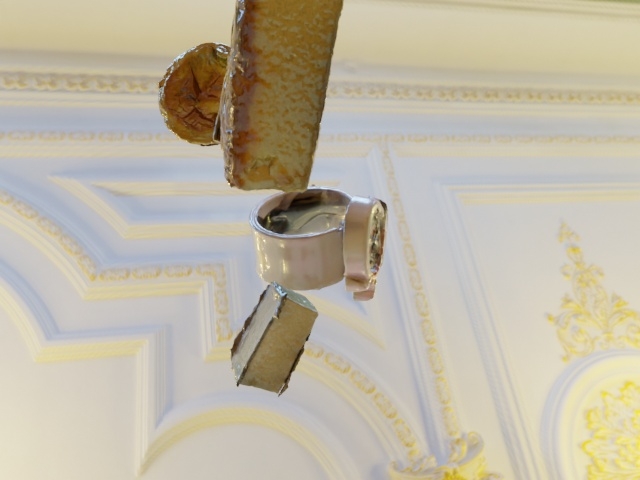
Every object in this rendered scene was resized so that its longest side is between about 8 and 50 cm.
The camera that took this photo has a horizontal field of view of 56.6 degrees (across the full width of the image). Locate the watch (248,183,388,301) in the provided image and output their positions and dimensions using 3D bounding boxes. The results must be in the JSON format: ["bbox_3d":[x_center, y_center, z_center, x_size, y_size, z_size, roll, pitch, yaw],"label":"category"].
[{"bbox_3d":[0.000,0.000,1.066,0.231,0.196,0.244,2,-150,16],"label":"watch"}]

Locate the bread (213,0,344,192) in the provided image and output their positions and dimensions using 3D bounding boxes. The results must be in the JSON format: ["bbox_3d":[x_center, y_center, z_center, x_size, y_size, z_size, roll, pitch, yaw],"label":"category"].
[{"bbox_3d":[-0.055,-0.213,0.679,0.114,0.275,0.185,5,-153,-18],"label":"bread"}]

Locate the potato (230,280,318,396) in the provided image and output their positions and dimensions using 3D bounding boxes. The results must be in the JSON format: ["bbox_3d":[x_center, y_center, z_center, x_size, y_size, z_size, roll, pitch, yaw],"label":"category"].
[{"bbox_3d":[-0.055,0.114,0.703,0.061,0.086,0.122,25,-84,-22],"label":"potato"}]

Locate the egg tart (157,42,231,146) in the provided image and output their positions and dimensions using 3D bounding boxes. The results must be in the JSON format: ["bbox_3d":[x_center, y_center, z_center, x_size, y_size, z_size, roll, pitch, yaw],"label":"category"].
[{"bbox_3d":[-0.227,-0.306,1.277,0.240,0.106,0.241,-1,-101,7],"label":"egg tart"}]
